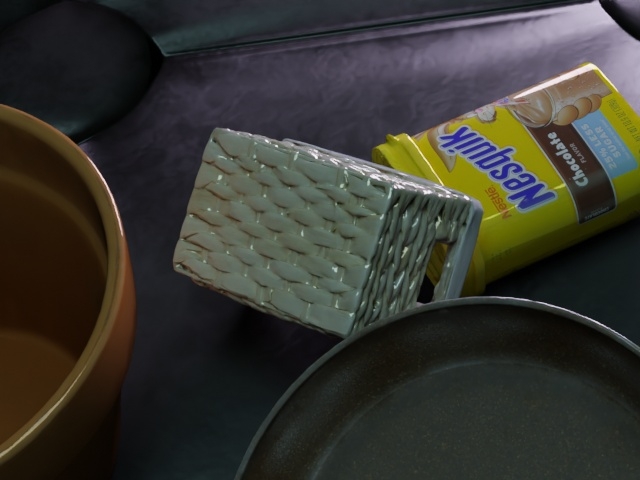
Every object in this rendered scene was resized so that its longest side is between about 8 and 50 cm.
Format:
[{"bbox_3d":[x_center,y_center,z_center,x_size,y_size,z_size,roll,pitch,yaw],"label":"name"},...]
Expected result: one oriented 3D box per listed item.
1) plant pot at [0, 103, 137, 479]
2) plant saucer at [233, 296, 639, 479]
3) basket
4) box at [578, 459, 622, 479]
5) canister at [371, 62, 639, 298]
[{"bbox_3d":[-0.240,0.084,0.976,0.290,0.203,0.291,-4,54,6],"label":"plant pot"},{"bbox_3d":[0.088,0.187,0.891,0.310,0.050,0.311,-7,73,23],"label":"plant saucer"},{"bbox_3d":[0.000,0.000,1.021,0.167,0.103,0.113,20,95,37],"label":"basket"},{"bbox_3d":[0.189,0.156,0.936,0.052,0.083,0.062,-41,58,-21],"label":"box"},{"bbox_3d":[0.138,-0.043,1.098,0.170,0.073,0.126,-24,55,-11],"label":"canister"}]
